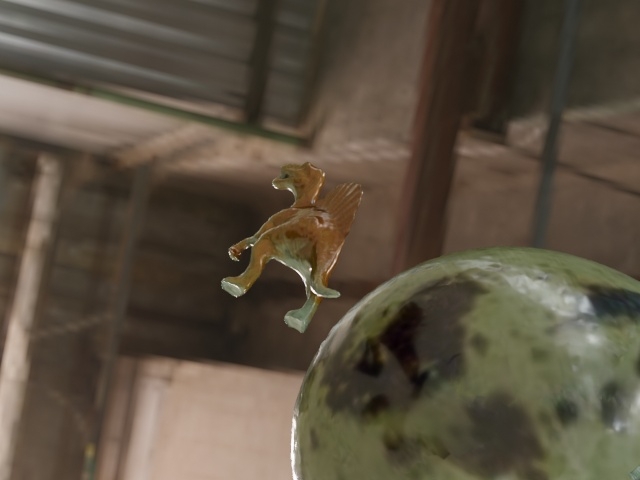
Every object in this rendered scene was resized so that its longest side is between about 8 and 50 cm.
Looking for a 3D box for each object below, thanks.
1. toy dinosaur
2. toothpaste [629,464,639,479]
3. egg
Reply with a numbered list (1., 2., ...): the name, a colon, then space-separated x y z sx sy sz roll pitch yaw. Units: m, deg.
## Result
1. toy dinosaur: -0.001 0.000 1.539 0.212 0.057 0.142 9 -124 53
2. toothpaste: 0.292 0.210 1.339 0.056 0.036 0.205 -44 -130 5
3. egg: 0.186 0.181 1.625 0.345 0.428 0.345 -170 -90 -70
